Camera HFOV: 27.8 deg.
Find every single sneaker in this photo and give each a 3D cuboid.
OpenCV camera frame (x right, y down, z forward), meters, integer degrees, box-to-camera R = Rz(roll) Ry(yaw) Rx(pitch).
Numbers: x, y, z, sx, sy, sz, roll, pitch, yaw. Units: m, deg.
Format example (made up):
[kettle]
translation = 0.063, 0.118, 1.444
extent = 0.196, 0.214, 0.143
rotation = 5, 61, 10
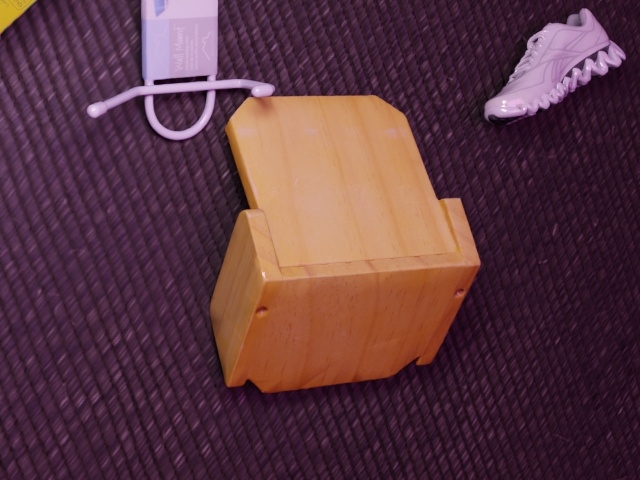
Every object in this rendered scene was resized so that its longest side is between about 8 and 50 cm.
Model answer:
[sneaker]
translation = 0.358, -0.275, 2.066
extent = 0.292, 0.110, 0.118
rotation = -33, 99, -31

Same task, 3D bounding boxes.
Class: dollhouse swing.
[dollhouse swing]
translation = 0.000, 0.000, 1.911
extent = 0.347, 0.305, 0.315
rotation = -5, 136, -28

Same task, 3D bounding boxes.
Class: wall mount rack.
[wall mount rack]
translation = -0.201, -0.291, 1.709
extent = 0.304, 0.130, 0.350
rotation = -11, 110, -36

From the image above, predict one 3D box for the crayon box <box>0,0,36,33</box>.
[crayon box]
translation = -0.471, -0.328, 1.589
extent = 0.318, 0.081, 0.202
rotation = -40, 112, 7
